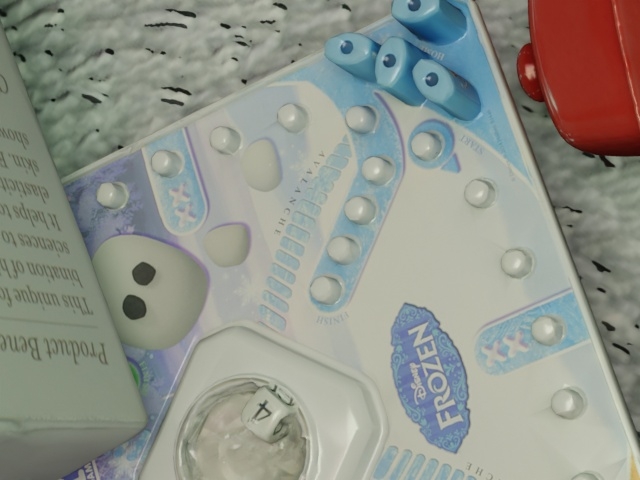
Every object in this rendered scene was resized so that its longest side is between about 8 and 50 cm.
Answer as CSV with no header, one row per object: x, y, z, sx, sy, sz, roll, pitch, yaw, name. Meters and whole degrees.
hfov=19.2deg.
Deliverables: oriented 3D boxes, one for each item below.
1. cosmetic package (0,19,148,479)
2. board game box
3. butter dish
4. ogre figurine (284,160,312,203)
-0.351,-0.021,0.936,0.327,0.329,0.394,-27,74,19,cosmetic package
-0.040,0.111,0.988,0.390,0.050,0.390,-25,71,19,board game box
0.164,-0.105,1.046,0.118,0.160,0.160,-13,83,34,butter dish
0.000,0.000,1.089,0.197,0.097,0.118,-1,104,27,ogre figurine
